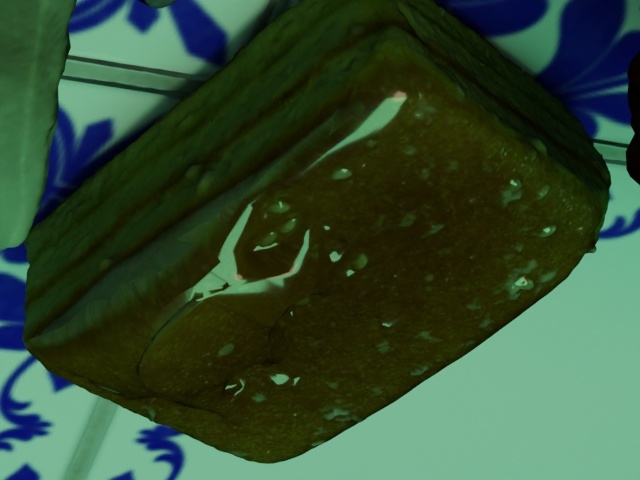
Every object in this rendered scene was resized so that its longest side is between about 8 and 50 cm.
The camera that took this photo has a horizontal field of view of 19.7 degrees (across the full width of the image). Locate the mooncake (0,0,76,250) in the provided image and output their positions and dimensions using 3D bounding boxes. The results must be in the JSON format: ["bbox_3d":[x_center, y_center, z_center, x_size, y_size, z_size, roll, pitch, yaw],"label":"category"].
[{"bbox_3d":[-0.214,-0.107,0.672,0.250,0.136,0.254,2,134,-15],"label":"mooncake"}]

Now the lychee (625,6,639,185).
[{"bbox_3d":[0.305,-0.052,0.670,0.500,0.424,0.424,-11,140,-31],"label":"lychee"}]

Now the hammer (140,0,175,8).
[{"bbox_3d":[0.083,-0.213,0.687,0.427,0.152,0.044,-29,141,29],"label":"hammer"}]

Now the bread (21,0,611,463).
[{"bbox_3d":[0.000,0.000,0.866,0.234,0.110,0.184,-39,133,22],"label":"bread"}]
